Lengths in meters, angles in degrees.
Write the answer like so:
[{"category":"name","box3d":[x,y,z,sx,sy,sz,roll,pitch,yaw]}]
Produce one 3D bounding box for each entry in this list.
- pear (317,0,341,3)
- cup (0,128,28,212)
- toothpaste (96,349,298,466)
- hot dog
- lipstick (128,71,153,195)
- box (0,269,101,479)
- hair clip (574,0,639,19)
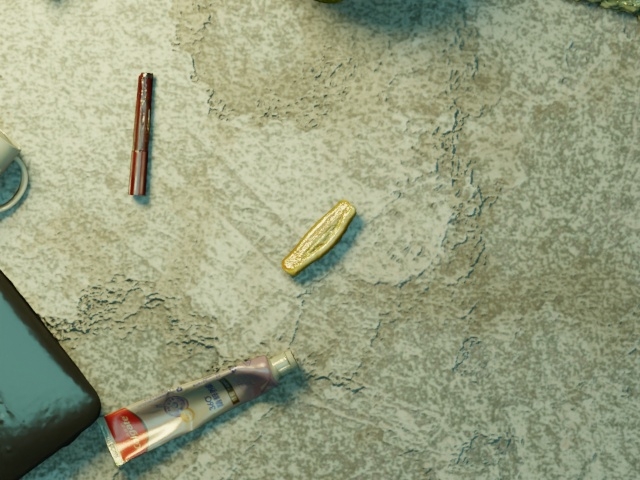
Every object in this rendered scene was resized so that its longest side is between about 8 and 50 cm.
[{"category":"pear","box3d":[-0.012,-0.476,1.787,0.253,0.253,0.307,-35,91,-1]},{"category":"cup","box3d":[-0.479,-0.097,1.850,0.136,0.099,0.133,39,90,-6]},{"category":"toothpaste","box3d":[-0.174,0.232,1.929,0.301,0.048,0.075,-25,100,0]},{"category":"hot dog","box3d":[0.000,0.000,1.931,0.044,0.028,0.137,42,88,20]},{"category":"lipstick","box3d":[-0.256,-0.152,1.900,0.027,0.027,0.176,4,93,-5]},{"category":"box","box3d":[-0.497,0.216,1.888,0.290,0.073,0.289,-37,97,-1]},{"category":"hair clip","box3d":[0.398,-0.403,1.898,0.321,0.091,0.138,13,96,-4]}]
